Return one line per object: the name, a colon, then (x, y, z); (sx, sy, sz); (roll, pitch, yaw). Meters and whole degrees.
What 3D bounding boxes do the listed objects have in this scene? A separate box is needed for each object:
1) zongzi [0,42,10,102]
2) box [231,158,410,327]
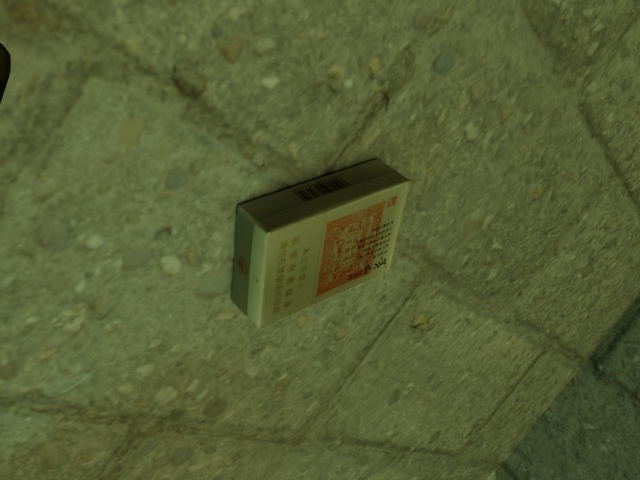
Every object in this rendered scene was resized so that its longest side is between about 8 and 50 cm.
zongzi: (-0.278, -0.026, 0.469); (0.221, 0.112, 0.242); (-36, 151, -19)
box: (0.000, 0.000, 0.830); (0.201, 0.058, 0.141); (-21, 136, -35)
